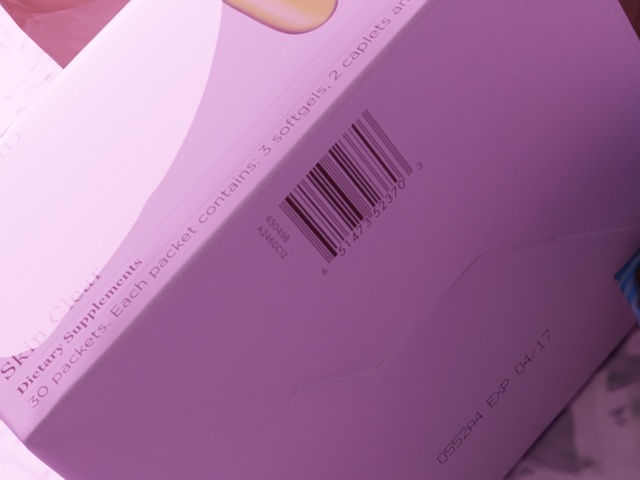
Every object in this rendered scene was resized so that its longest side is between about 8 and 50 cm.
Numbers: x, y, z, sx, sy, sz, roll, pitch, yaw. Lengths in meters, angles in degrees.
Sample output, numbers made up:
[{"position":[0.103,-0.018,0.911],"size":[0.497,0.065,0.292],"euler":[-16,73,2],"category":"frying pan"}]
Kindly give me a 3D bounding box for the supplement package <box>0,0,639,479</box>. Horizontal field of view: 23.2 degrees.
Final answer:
[{"position":[0.000,0.000,0.626],"size":[0.262,0.204,0.145],"euler":[-48,42,-9],"category":"supplement package"}]

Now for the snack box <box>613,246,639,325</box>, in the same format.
[{"position":[0.227,-0.078,0.507],"size":[0.322,0.060,0.187],"euler":[-51,1,10],"category":"snack box"}]

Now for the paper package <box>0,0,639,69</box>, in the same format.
[{"position":[0.030,-0.227,0.833],"size":[0.325,0.168,0.309],"euler":[-4,53,35],"category":"paper package"}]
